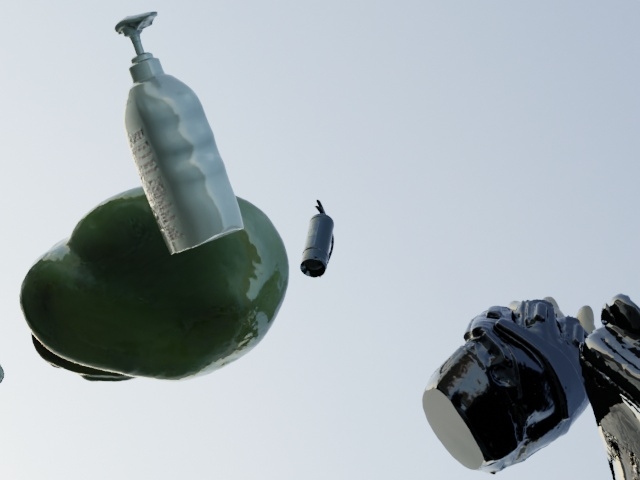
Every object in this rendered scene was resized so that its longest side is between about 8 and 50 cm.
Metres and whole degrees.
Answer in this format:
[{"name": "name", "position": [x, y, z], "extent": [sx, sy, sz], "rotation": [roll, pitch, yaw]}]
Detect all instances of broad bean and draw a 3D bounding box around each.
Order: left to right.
[{"name": "broad bean", "position": [-0.137, 0.042, 1.150], "extent": [0.228, 0.100, 0.169], "rotation": [-30, -81, 17]}]

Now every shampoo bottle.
[{"name": "shampoo bottle", "position": [-0.098, -0.069, 0.891], "extent": [0.077, 0.045, 0.152], "rotation": [-18, -86, 65]}]

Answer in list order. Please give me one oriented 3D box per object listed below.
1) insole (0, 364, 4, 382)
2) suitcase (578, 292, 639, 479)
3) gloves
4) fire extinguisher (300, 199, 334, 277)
[{"name": "insole", "position": [-0.323, 0.087, 1.157], "extent": [0.152, 0.053, 0.002], "rotation": [29, -36, 25]}, {"name": "suitcase", "position": [0.357, 0.215, 1.073], "extent": [0.345, 0.188, 0.339], "rotation": [-132, -158, -66]}, {"name": "gloves", "position": [0.185, 0.117, 1.266], "extent": [0.124, 0.203, 0.164], "rotation": [28, -32, 45]}, {"name": "fire extinguisher", "position": [0.000, 0.000, 1.341], "extent": [0.025, 0.083, 0.038], "rotation": [-18, -51, 25]}]
